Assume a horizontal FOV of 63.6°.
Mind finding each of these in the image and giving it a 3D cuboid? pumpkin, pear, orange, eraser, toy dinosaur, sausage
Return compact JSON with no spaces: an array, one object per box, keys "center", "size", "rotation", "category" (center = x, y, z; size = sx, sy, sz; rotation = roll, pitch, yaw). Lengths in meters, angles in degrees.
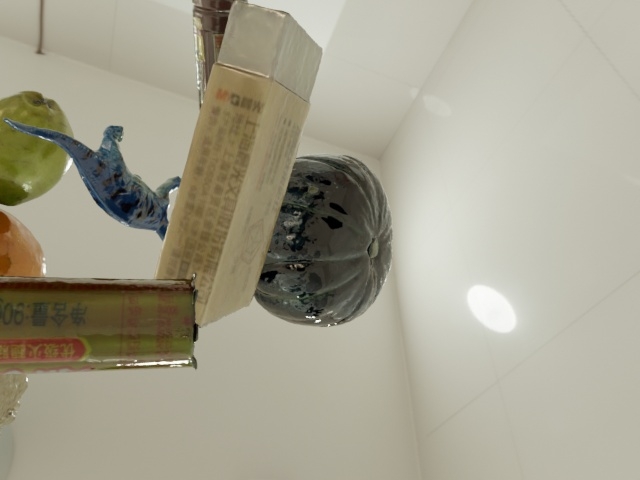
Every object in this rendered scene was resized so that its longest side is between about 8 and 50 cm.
[{"center":[0.000,0.000,1.066],"size":[0.266,0.363,0.363],"rotation":[2,-148,30],"category":"pumpkin"},{"center":[-0.668,-0.202,1.145],"size":[0.212,0.269,0.212],"rotation":[35,-164,-11],"category":"pear"},{"center":[-0.793,0.069,1.170],"size":[0.312,0.312,0.312],"rotation":[15,-136,-15],"category":"orange"},{"center":[-0.093,-0.079,0.599],"size":[0.078,0.343,0.144],"rotation":[20,-171,13],"category":"eraser"},{"center":[-0.263,-0.069,0.695],"size":[0.144,0.076,0.329],"rotation":[-93,-23,-47],"category":"toy dinosaur"},{"center":[-0.269,0.056,0.347],"size":[0.371,0.082,0.082],"rotation":[3,-132,-20],"category":"sausage"}]

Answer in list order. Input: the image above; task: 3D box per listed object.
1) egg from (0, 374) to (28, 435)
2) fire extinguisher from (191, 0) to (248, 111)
[{"center":[-0.625,0.225,0.846],"size":[0.279,0.310,0.279],"rotation":[0,-95,-1],"category":"egg"},{"center":[-0.128,-0.217,0.740],"size":[0.106,0.252,0.075],"rotation":[23,-142,24],"category":"fire extinguisher"}]
